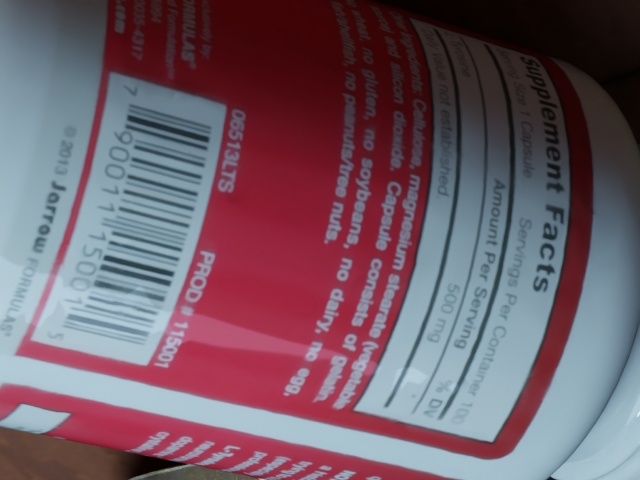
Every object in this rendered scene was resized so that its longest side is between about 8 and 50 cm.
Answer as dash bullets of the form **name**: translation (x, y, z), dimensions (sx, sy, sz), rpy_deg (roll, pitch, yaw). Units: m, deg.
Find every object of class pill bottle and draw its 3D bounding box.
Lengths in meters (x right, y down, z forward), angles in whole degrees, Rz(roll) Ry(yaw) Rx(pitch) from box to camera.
- **pill bottle**: translation (0.000, 0.000, 0.911), dimensions (0.408, 0.229, 0.229), rpy_deg (15, 143, -23)

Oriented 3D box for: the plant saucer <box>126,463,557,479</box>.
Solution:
- **plant saucer**: translation (0.007, 0.193, 1.297), dimensions (0.310, 0.050, 0.310), rpy_deg (-3, 161, -1)
